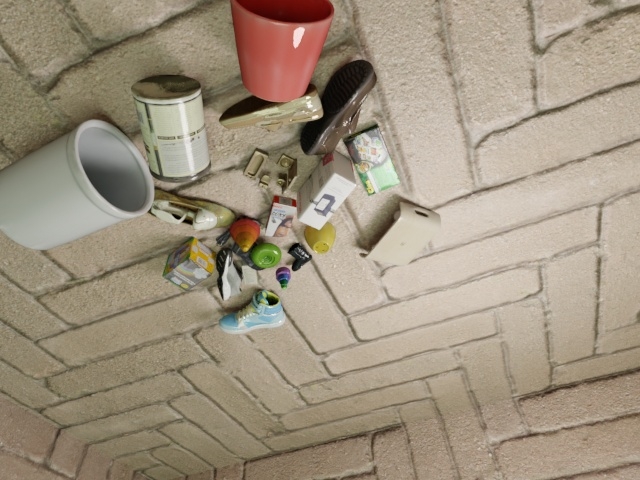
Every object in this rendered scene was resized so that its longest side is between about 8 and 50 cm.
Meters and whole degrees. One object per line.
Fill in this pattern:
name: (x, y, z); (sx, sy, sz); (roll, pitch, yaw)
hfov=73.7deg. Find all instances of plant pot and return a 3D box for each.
plant pot: (-0.115, -0.545, 1.191); (0.274, 0.275, 0.243); (5, 139, -9)
plant pot: (0.000, 0.000, 1.758); (0.134, 0.095, 0.134); (-2, 131, -2)

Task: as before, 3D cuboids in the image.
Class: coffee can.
coffee can: (-0.463, -0.352, 1.353); (0.201, 0.202, 0.276); (1, 130, -5)

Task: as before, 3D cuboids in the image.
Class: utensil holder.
utensil holder: (-0.817, -0.171, 1.412); (0.385, 0.328, 0.328); (-19, 129, 16)

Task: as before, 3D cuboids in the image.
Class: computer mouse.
computer mouse: (-0.287, 0.004, 1.774); (0.184, 0.060, 0.262); (-45, 124, 11)

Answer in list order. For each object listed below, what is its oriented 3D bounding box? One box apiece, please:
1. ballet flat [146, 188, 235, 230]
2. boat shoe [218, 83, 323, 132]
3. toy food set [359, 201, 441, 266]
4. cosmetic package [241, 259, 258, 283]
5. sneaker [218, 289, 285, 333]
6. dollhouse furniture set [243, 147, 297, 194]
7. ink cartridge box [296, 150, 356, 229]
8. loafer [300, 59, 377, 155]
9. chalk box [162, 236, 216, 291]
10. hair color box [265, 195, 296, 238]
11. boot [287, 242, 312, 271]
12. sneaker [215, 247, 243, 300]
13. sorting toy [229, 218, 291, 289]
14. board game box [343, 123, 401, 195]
ballet flat: (-0.502, -0.098, 1.626); (0.348, 0.123, 0.123); (17, 127, -18)
boat shoe: (-0.161, -0.399, 1.370); (0.340, 0.122, 0.110); (-7, 134, 17)
toy food set: (0.330, -0.017, 1.786); (0.219, 0.092, 0.306); (13, 131, -30)
cosmetic package: (-0.312, 0.140, 1.890); (0.060, 0.041, 0.115); (-1, 130, -3)
sneaker: (-0.327, 0.322, 1.995); (0.318, 0.127, 0.208); (-9, 133, -9)
dollhouse furniture set: (-0.183, -0.236, 1.524); (0.151, 0.123, 0.144); (22, 125, -21)
ink cartridge box: (0.015, -0.184, 1.550); (0.100, 0.172, 0.237); (25, 124, -23)
loafer: (0.068, -0.424, 1.399); (0.130, 0.134, 0.366); (3, 146, -39)
chalk box: (-0.564, 0.113, 1.793); (0.213, 0.132, 0.132); (-31, 127, 22)
hair color box: (-0.159, -0.089, 1.698); (0.093, 0.053, 0.167); (10, 130, -13)
boot: (-0.105, 0.072, 1.845); (0.121, 0.045, 0.099); (-38, 126, 16)
sneaker: (-0.393, 0.139, 1.863); (0.107, 0.100, 0.272); (-14, 132, -25)
sorting toy: (-0.230, 0.078, 1.717); (0.127, 0.126, 0.366); (-28, 126, 12)
board game box: (0.192, -0.288, 1.570); (0.136, 0.030, 0.260); (-22, 129, 11)
